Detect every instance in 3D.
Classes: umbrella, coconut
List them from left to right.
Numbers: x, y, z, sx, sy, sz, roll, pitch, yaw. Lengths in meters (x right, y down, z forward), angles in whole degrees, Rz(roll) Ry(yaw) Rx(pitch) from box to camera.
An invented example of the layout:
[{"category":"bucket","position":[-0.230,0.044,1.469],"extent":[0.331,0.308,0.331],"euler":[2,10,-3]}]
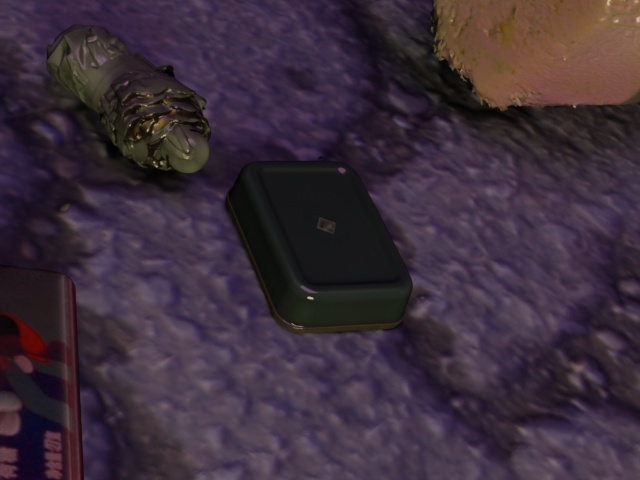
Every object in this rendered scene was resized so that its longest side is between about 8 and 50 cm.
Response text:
[{"category":"umbrella","position":[-0.117,-0.089,0.960],"extent":[0.143,0.062,0.067],"euler":[43,11,33]},{"category":"coconut","position":[0.199,-0.210,1.131],"extent":[0.233,0.233,0.245],"euler":[42,36,22]}]

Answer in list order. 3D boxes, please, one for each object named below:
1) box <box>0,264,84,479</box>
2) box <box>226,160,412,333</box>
[{"category":"box","position":[-0.170,0.104,0.709],"extent":[0.120,0.069,0.224],"euler":[6,42,-19]},{"category":"box","position":[0.000,0.000,0.937],"extent":[0.091,0.031,0.126],"euler":[-1,46,-26]}]
